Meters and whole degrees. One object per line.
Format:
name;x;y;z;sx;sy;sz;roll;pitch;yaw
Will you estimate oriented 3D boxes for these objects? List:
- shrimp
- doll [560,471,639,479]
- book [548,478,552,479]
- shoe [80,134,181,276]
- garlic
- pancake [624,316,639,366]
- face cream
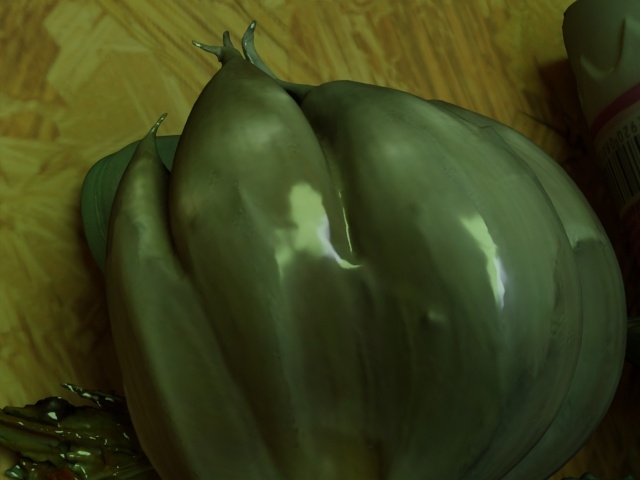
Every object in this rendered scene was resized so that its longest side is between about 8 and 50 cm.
shrimp;-0.061;0.150;0.970;0.267;0.061;0.145;31;66;-10
doll;0.245;0.207;0.988;0.350;0.247;0.247;6;66;-16
book;0.068;0.183;1.044;0.118;0.012;0.172;32;58;-8
shoe;0.000;0.000;1.042;0.251;0.100;0.103;15;61;-23
garlic;0.023;0.031;0.940;0.237;0.210;0.291;-1;82;15
pancake;0.283;0.086;1.043;0.286;0.288;0.033;18;90;-35
face cream;0.249;-0.067;1.144;0.175;0.175;0.194;-10;74;-29
